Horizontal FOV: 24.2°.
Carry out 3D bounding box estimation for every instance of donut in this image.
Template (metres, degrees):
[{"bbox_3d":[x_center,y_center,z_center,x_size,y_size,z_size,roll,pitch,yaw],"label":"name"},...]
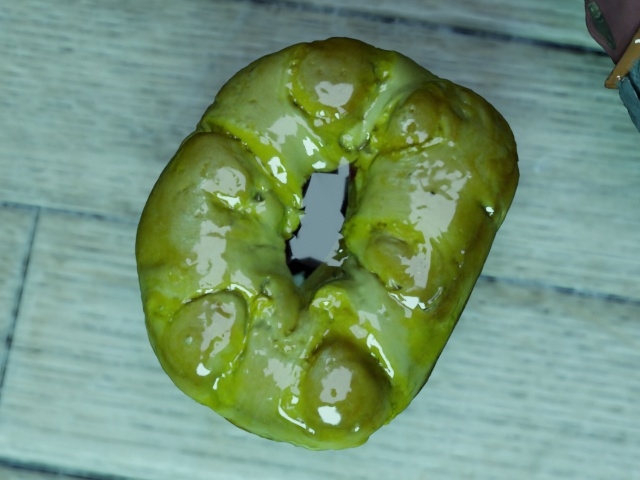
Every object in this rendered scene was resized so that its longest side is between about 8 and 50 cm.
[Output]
[{"bbox_3d":[0.000,0.000,0.947,0.208,0.128,0.261,31,77,9],"label":"donut"}]

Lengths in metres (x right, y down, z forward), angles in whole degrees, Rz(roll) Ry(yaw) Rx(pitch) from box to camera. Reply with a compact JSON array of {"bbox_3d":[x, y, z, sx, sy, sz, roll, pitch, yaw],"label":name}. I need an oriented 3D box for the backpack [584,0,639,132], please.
[{"bbox_3d":[0.283,-0.201,0.968,0.283,0.197,0.317,-32,72,-7],"label":"backpack"}]
